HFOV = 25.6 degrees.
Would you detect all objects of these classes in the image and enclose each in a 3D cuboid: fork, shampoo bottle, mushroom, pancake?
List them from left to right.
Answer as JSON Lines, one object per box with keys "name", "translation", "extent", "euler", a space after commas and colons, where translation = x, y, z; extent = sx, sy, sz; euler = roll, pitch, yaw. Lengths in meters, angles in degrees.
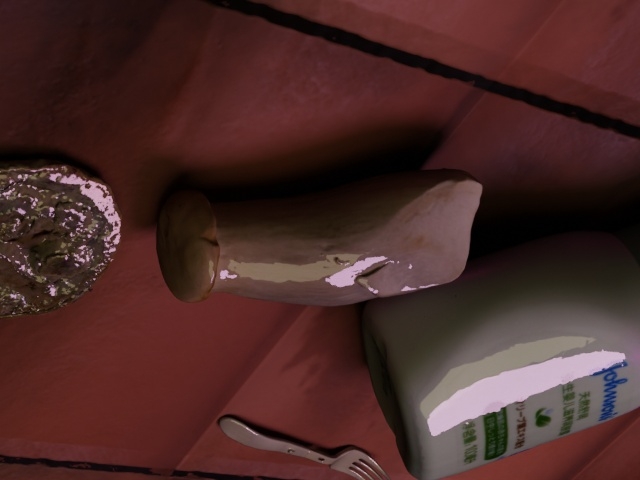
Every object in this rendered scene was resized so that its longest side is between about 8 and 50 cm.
{"name": "pancake", "translation": [-0.217, -0.001, 1.002], "extent": [0.158, 0.028, 0.158], "euler": [-12, 138, -11]}
{"name": "fork", "translation": [-0.016, 0.201, 1.345], "extent": [0.219, 0.028, 0.034], "euler": [26, 129, -39]}
{"name": "mushroom", "translation": [0.001, 0.003, 1.062], "extent": [0.247, 0.096, 0.108], "euler": [-5, 164, -17]}
{"name": "shampoo bottle", "translation": [0.219, 0.078, 1.212], "extent": [0.350, 0.151, 0.221], "euler": [-18, 140, -7]}
